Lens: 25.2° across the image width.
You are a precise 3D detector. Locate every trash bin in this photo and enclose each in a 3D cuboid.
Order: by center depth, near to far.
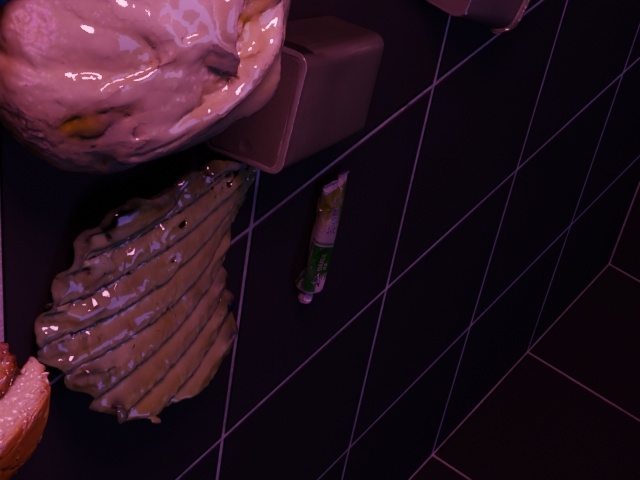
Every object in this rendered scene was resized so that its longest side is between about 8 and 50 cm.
[{"bbox_3d":[-0.027,-0.198,1.880,0.240,0.122,0.164,-25,134,-58],"label":"trash bin"}]

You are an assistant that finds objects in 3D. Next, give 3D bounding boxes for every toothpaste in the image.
[{"bbox_3d":[0.000,0.000,2.325,0.078,0.047,0.248,-34,146,-50],"label":"toothpaste"}]

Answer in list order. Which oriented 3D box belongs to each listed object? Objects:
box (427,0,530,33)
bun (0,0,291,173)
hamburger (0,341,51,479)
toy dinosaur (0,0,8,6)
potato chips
[{"bbox_3d":[0.269,-0.457,2.183,0.178,0.138,0.274,-8,126,-58],"label":"box"},{"bbox_3d":[-0.162,-0.211,1.449,0.365,0.219,0.365,-42,152,-28],"label":"bun"},{"bbox_3d":[-0.426,0.239,1.579,0.282,0.155,0.245,-57,166,11],"label":"hamburger"},{"bbox_3d":[-0.256,-0.236,1.254,0.075,0.188,0.248,2,119,-57],"label":"toy dinosaur"},{"bbox_3d":[-0.205,0.060,1.875,0.389,0.097,0.373,-24,132,-53],"label":"potato chips"}]
